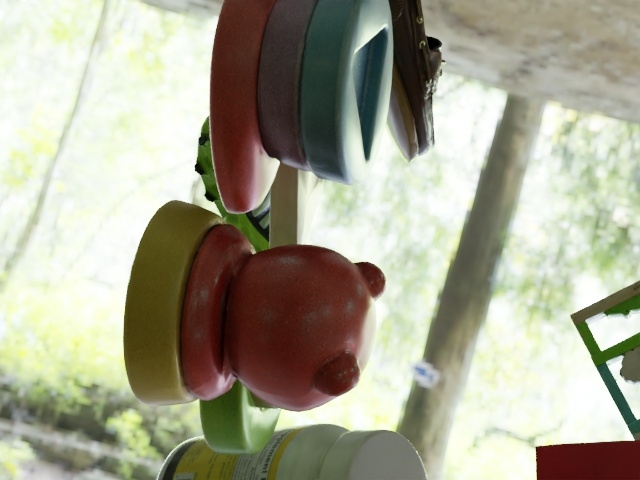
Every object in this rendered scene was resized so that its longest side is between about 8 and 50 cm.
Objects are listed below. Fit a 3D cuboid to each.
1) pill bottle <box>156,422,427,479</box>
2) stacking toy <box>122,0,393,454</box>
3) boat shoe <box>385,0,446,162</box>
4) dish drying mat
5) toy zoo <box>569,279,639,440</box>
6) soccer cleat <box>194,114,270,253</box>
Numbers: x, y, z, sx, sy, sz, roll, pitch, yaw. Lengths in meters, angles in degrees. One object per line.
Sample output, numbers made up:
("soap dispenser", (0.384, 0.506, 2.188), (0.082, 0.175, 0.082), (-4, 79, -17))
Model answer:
("pill bottle", (-0.024, 0.208, 1.119), (0.208, 0.119, 0.119), (-12, -24, 41))
("stacking toy", (0.000, 0.000, 0.914), (0.130, 0.309, 0.279), (7, -27, 14))
("boat shoe", (0.079, -0.167, 1.275), (0.073, 0.073, 0.207), (48, -19, 50))
("dish drying mat", (0.194, 0.159, 0.995), (0.083, 0.032, 0.008), (-6, -24, 21))
("toy zoo", (0.430, 0.169, 1.572), (0.192, 0.293, 0.030), (-28, -24, 6))
("soccer cleat", (-0.053, -0.043, 1.121), (0.060, 0.072, 0.179), (21, -37, 31))
